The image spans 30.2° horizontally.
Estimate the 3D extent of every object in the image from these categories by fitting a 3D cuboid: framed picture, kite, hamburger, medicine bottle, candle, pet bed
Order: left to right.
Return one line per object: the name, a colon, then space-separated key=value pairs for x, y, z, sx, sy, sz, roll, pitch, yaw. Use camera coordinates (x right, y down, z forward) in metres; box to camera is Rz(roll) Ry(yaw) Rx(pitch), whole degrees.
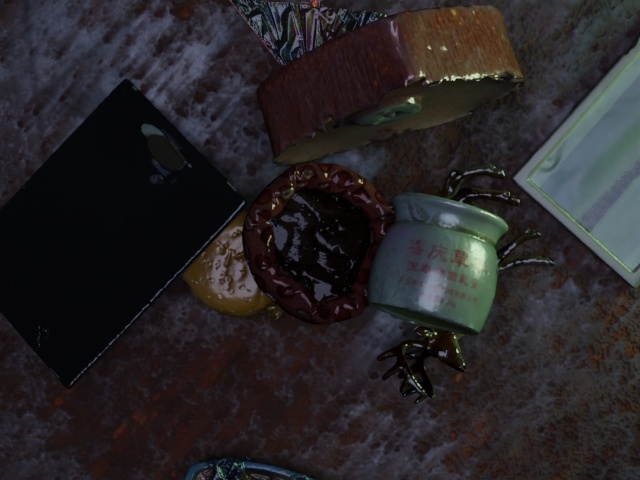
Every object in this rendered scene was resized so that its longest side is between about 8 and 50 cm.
framed picture: x=-0.280 y=-0.012 z=1.490 sx=0.324 sy=0.013 sz=0.244 roll=-46 pitch=72 yaw=2
hamburger: x=-0.100 y=0.028 z=1.491 sx=0.147 sy=0.083 sz=0.138 roll=16 pitch=92 yaw=4
kite: x=-0.014 y=-0.270 z=1.513 sx=0.232 sy=0.009 sz=0.189 roll=5 pitch=93 yaw=1
pet bed: x=0.000 y=0.000 z=1.441 sx=0.201 sy=0.053 sz=0.201 roll=3 pitch=78 yaw=-16
candle: x=0.074 y=-0.197 z=1.380 sx=0.316 sy=0.287 sz=0.131 roll=-19 pitch=87 yaw=1
medicine bottle: x=0.137 y=0.026 z=1.388 sx=0.147 sy=0.147 sz=0.143 roll=16 pitch=82 yaw=1
framed picture: x=0.417 y=-0.115 z=1.507 sx=0.213 sy=0.016 sz=0.289 roll=42 pitch=93 yaw=-1

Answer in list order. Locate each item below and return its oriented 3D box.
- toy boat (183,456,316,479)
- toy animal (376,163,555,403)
toy boat: x=-0.064 y=0.329 z=1.487 sx=0.223 sy=0.097 sz=0.100 roll=11 pitch=74 yaw=3
toy animal: x=0.161 y=0.051 z=1.499 sx=0.260 sy=0.087 sz=0.244 roll=-30 pitch=77 yaw=6
